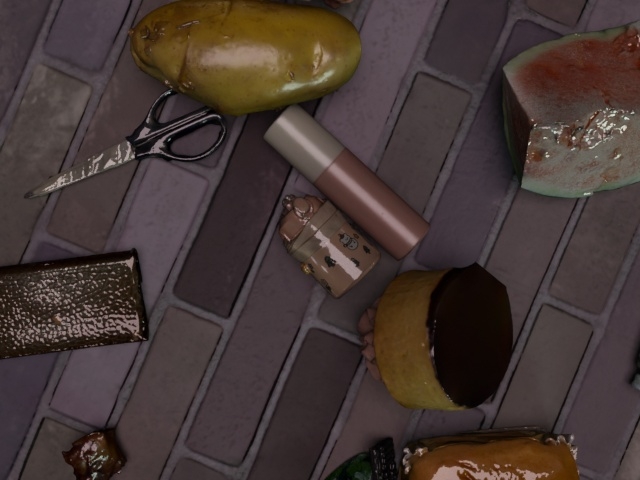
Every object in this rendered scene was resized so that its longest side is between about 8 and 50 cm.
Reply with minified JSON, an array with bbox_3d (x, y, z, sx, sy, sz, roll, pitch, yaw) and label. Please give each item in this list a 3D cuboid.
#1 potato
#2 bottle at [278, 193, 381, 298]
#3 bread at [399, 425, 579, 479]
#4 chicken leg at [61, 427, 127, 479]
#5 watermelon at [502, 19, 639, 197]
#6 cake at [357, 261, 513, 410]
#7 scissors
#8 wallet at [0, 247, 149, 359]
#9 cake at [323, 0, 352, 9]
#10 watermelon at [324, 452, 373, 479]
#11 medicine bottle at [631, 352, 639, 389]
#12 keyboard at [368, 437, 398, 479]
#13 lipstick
[{"bbox_3d":[-0.097,-0.244,0.981,0.300,0.173,0.140,0,135,-7],"label":"potato"},{"bbox_3d":[0.001,-0.001,1.028,0.152,0.099,0.099,44,89,0],"label":"bottle"},{"bbox_3d":[0.233,0.339,1.039,0.241,0.107,0.136,-3,89,-3],"label":"bread"},{"bbox_3d":[-0.331,0.408,1.032,0.113,0.093,0.305,15,82,-20],"label":"chicken leg"},{"bbox_3d":[0.402,-0.173,0.996,0.305,0.180,0.224,-11,102,0],"label":"watermelon"},{"bbox_3d":[0.138,0.128,1.013,0.207,0.178,0.185,-42,116,-33],"label":"cake"},{"bbox_3d":[-0.277,-0.122,1.048,0.299,0.022,0.109,-25,89,-1],"label":"scissors"},{"bbox_3d":[-0.367,0.091,1.042,0.243,0.039,0.133,-8,98,-3],"label":"wallet"},{"bbox_3d":[-0.049,-0.468,0.909,0.314,0.307,0.293,24,92,-2],"label":"cake"},{"bbox_3d":[0.039,0.373,1.063,0.101,0.080,0.155,19,93,32],"label":"watermelon"},{"bbox_3d":[0.497,0.127,1.072,0.051,0.051,0.191,17,91,-3],"label":"medicine bottle"},{"bbox_3d":[0.101,0.380,1.058,0.018,0.060,0.196,-7,93,32],"label":"keyboard"},{"bbox_3d":[0.036,-0.081,1.037,0.254,0.070,0.070,42,89,-3],"label":"lipstick"}]
